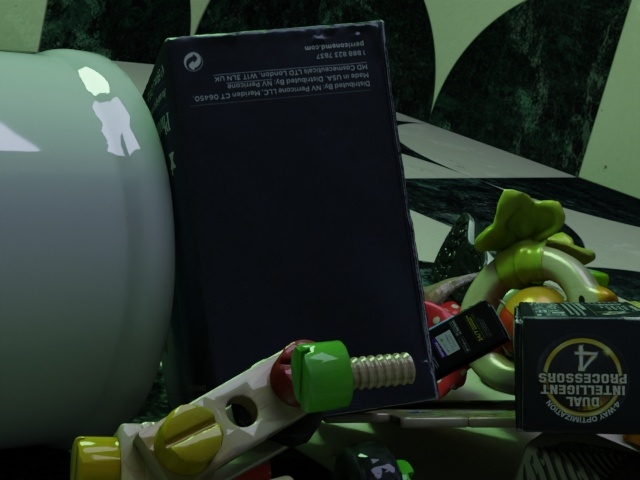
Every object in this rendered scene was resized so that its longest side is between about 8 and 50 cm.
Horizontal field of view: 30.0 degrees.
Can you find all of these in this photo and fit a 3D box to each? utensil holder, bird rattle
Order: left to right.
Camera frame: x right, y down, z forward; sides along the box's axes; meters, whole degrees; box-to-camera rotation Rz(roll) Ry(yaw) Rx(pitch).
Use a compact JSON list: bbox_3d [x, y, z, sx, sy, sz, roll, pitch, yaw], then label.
[{"bbox_3d":[-0.351,0.010,0.873,0.385,0.327,0.327,-1,21,-39],"label":"utensil holder"},{"bbox_3d":[0.202,0.079,1.287,0.207,0.253,0.143,37,-3,43],"label":"bird rattle"}]

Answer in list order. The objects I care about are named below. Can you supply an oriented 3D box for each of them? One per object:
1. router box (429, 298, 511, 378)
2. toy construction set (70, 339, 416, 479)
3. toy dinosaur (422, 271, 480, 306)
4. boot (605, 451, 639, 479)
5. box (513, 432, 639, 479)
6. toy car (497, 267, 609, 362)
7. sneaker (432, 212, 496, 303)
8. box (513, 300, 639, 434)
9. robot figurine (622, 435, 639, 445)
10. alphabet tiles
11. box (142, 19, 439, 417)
[{"bbox_3d":[0.117,0.110,1.166,0.046,0.133,0.179,61,6,10],"label":"router box"},{"bbox_3d":[-0.101,0.189,0.704,0.237,0.257,0.309,-4,-1,-19],"label":"toy construction set"},{"bbox_3d":[0.062,0.051,1.508,0.295,0.127,0.200,20,17,-12],"label":"toy dinosaur"},{"bbox_3d":[0.312,0.263,0.869,0.161,0.083,0.246,25,16,-25],"label":"boot"},{"bbox_3d":[0.300,0.254,1.005,0.275,0.094,0.113,20,14,25],"label":"box"},{"bbox_3d":[0.260,0.094,1.485,0.149,0.155,0.188,13,5,-6],"label":"toy car"},{"bbox_3d":[0.250,0.052,1.764,0.124,0.107,0.283,27,16,-11],"label":"sneaker"},{"bbox_3d":[0.322,0.099,1.007,0.318,0.097,0.395,-1,-2,8],"label":"box"},{"bbox_3d":[0.466,0.199,1.246,0.211,0.085,0.291,4,-4,-28],"label":"robot figurine"},{"bbox_3d":[0.166,0.162,1.121,0.342,0.011,0.285,0,-5,-5],"label":"alphabet tiles"},{"bbox_3d":[-0.047,0.003,1.002,0.183,0.294,0.296,-8,-6,-14],"label":"box"}]
